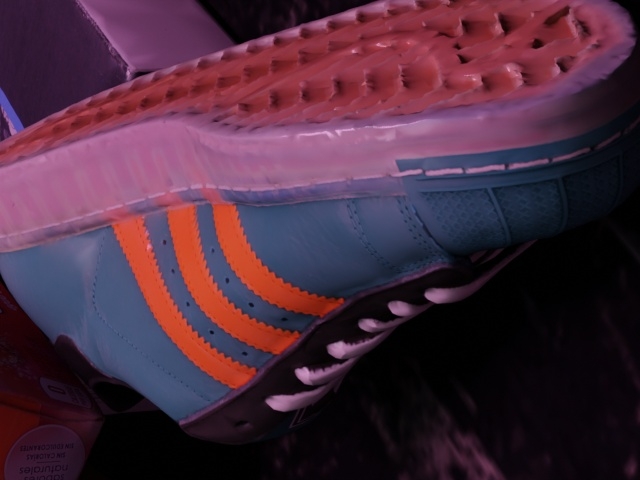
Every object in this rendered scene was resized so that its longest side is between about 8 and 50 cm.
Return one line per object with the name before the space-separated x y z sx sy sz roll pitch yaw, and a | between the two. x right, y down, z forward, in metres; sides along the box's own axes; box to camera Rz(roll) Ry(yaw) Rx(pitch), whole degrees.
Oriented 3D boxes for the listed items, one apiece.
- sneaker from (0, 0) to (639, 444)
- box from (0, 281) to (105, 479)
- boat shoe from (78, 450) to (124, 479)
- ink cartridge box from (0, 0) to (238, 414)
sneaker | 0.000 0.000 0.591 0.302 0.108 0.121 -6 115 52
box | -0.202 0.062 0.758 0.257 0.122 0.128 38 106 58
boat shoe | -0.170 0.144 0.867 0.342 0.123 0.123 26 114 58
ink cartridge box | -0.134 -0.081 0.855 0.333 0.065 0.165 51 135 49
